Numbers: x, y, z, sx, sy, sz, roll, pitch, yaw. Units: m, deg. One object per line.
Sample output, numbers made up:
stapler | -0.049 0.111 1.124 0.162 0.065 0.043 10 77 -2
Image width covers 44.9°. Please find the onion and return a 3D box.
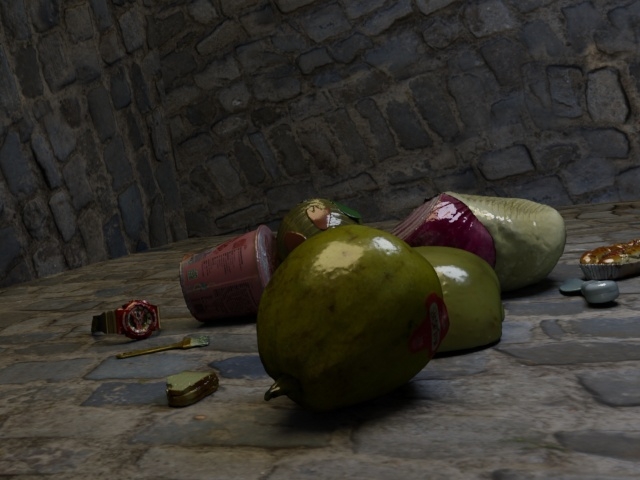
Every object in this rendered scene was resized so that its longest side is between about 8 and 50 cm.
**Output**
onion | 0.265 0.037 1.783 0.250 0.247 0.111 -43 -12 19

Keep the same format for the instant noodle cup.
instant noodle cup | -0.226 0.103 2.046 0.231 0.243 0.243 -14 5 13

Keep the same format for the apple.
apple | 0.197 0.155 1.614 0.360 0.320 0.312 -5 51 15

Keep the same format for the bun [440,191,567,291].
bun | 0.435 0.005 1.958 0.352 0.227 0.349 13 14 22

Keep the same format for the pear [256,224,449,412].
pear | 0.036 0.134 1.246 0.287 0.287 0.375 -1 31 46

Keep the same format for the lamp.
lamp | 0.000 0.000 2.081 0.250 0.250 0.284 -9 18 -12

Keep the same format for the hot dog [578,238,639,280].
hot dog | 0.764 0.044 1.944 0.268 0.075 0.144 -15 11 -29

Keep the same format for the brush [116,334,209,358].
brush | -0.367 0.250 1.811 0.218 0.010 0.082 -9 7 -9

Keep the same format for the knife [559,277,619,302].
knife | 0.600 0.109 1.781 0.080 0.044 0.331 -14 0 2

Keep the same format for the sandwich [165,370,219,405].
sandwich | -0.247 0.268 1.401 0.093 0.036 0.105 -4 9 23

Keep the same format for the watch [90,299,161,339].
watch | -0.518 0.213 2.054 0.164 0.102 0.268 -3 -5 -23
